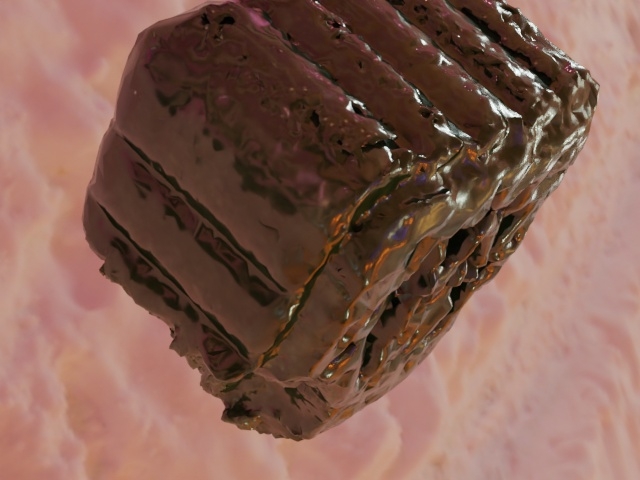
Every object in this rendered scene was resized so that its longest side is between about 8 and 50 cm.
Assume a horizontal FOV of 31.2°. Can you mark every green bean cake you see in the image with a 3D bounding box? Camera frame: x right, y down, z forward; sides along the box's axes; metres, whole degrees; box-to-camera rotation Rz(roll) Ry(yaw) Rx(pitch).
[{"bbox_3d":[0.000,0.000,0.710,0.169,0.308,0.300,45,40,18],"label":"green bean cake"}]
